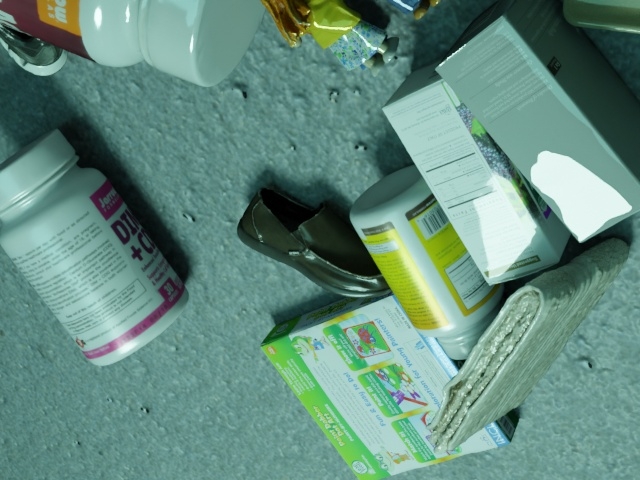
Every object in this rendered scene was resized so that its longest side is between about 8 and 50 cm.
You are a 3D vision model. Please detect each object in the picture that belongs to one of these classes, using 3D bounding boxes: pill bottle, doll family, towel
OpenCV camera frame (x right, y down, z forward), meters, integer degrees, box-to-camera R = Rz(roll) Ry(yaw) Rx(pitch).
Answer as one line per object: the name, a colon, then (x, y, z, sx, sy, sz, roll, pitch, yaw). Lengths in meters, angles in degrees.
pill bottle: (-0.259, -0.315, 1.235, 0.392, 0.224, 0.224, 23, 129, 13)
doll family: (0.030, -0.264, 1.169, 0.163, 0.118, 0.263, 31, 130, -16)
towel: (0.225, 0.118, 1.310, 0.049, 0.187, 0.282, 45, 132, 21)
pill bottle: (0.131, 0.027, 1.338, 0.117, 0.117, 0.215, -19, 111, 35)
pill bottle: (-0.312, 0.008, 1.523, 0.160, 0.160, 0.283, -23, 109, 36)

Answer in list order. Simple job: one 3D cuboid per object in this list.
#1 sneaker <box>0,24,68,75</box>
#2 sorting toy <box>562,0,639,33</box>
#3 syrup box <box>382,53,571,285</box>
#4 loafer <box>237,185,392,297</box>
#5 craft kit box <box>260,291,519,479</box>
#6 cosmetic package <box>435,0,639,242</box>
sneaker: (-0.396, -0.296, 1.396, 0.234, 0.078, 0.106, 39, 161, -6)
sorting toy: (0.378, -0.291, 1.052, 0.307, 0.041, 0.229, 11, 121, 20)
syrup box: (0.175, -0.079, 1.259, 0.096, 0.093, 0.237, -22, 109, 36)
loafer: (0.000, 0.000, 1.410, 0.220, 0.080, 0.078, 21, 129, 13)
craft kit box: (0.086, 0.183, 1.509, 0.247, 0.061, 0.250, -25, 108, 34)
cosmetic package: (0.238, -0.131, 1.172, 0.238, 0.127, 0.107, 45, 129, -9)
